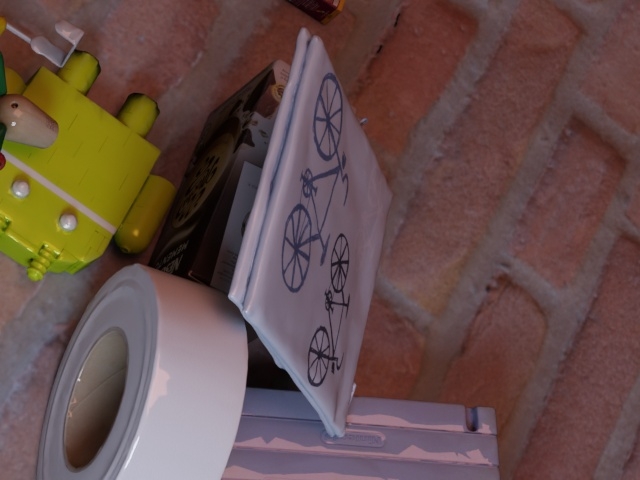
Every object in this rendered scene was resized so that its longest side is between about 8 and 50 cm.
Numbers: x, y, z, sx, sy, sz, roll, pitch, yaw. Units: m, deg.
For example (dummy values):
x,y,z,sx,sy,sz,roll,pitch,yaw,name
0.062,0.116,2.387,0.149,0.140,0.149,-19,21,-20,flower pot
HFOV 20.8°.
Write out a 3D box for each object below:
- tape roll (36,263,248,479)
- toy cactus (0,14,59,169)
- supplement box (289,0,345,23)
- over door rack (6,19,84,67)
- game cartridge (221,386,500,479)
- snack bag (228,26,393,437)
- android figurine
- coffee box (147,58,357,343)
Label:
x,y,z,sx,sy,sz,roll,pitch,yaw,name
-0.181,0.171,1.725,0.100,0.286,0.286,20,62,-26,tape roll
-0.339,-0.148,1.788,0.180,0.112,0.219,26,39,-47,toy cactus
-0.010,-0.318,2.173,0.083,0.043,0.055,32,58,-19,supplement box
-0.358,-0.337,1.906,0.324,0.108,0.239,27,59,2,over door rack
0.029,0.283,1.910,0.355,0.068,0.230,7,68,-17,game cartridge
0.000,0.000,1.832,0.342,0.037,0.323,58,39,-58,snack bag
-0.282,-0.078,1.903,0.248,0.056,0.273,38,54,-15,android figurine
-0.087,-0.031,1.935,0.119,0.168,0.297,31,57,-19,coffee box
